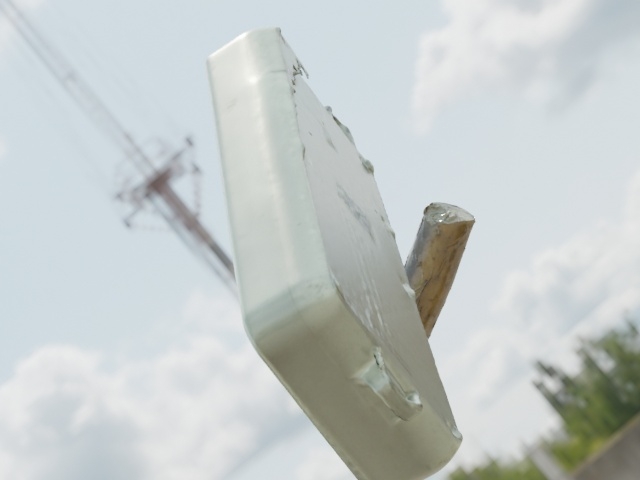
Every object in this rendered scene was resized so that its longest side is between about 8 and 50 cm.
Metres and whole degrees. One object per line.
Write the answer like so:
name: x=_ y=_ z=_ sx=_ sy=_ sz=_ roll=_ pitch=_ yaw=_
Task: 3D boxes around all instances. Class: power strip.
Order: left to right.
power strip: x=0.000 y=0.000 z=0.614 sx=0.035 sy=0.081 sz=0.192 roll=-32 pitch=32 yaw=11

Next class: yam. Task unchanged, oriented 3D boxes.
yam: x=0.050 y=0.047 z=1.088 sx=0.032 sy=0.032 sz=0.145 roll=-15 pitch=-49 yaw=-61
